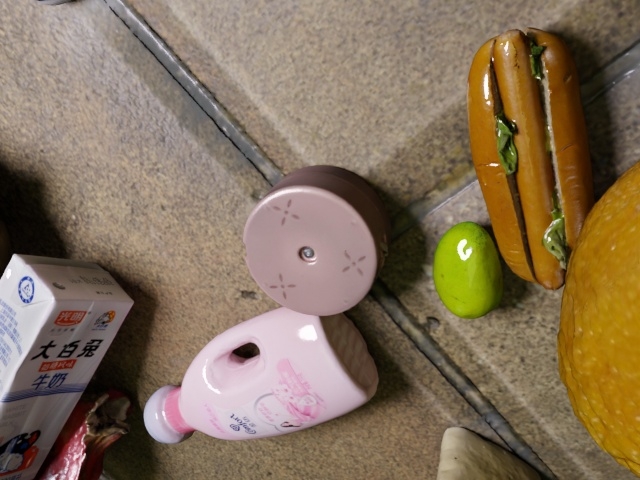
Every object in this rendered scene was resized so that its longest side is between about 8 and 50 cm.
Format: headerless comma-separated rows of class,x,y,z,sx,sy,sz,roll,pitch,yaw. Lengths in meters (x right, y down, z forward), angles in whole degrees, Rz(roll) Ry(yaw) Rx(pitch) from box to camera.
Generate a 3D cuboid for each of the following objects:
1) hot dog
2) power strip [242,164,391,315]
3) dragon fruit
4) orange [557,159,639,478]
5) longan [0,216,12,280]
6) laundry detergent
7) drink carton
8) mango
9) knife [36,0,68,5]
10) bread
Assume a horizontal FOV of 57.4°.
hot dog,0.193,-0.066,0.534,0.100,0.068,0.249,-10,112,23
power strip,0.000,0.000,0.629,0.154,0.078,0.154,7,115,14
dragon fruit,-0.373,0.296,0.881,0.211,0.134,0.262,-28,68,15
orange,0.339,0.040,0.389,0.357,0.322,0.322,-34,101,36
longan,-0.525,-0.010,0.717,0.300,0.243,0.300,4,131,5
laundry detergent,-0.096,0.188,0.754,0.335,0.088,0.159,-26,100,29
drink carton,-0.379,0.175,0.748,0.106,0.130,0.315,36,99,25
mango,0.151,0.031,0.601,0.073,0.056,0.108,24,127,39
knife,-0.196,-0.302,0.568,0.265,0.040,0.073,-11,100,24
bread,0.189,0.310,0.663,0.139,0.178,0.060,31,121,5
